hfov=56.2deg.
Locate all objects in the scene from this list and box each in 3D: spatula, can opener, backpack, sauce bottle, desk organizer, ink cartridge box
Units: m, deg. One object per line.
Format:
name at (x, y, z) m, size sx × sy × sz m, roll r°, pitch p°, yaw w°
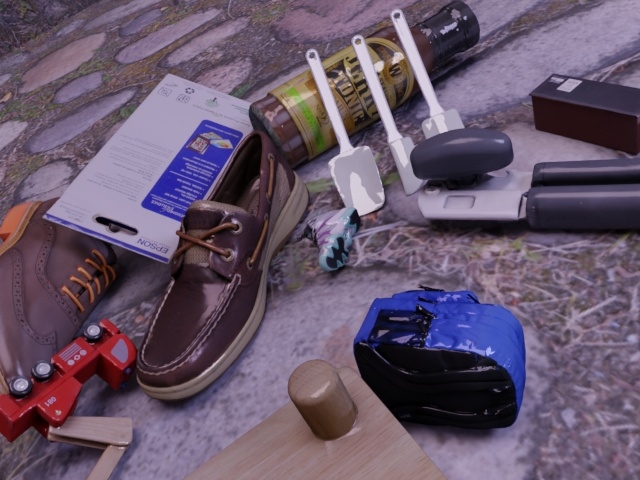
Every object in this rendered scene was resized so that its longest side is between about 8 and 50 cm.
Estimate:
spatula at (0.073, -0.162, 0.738) m, size 0.168 × 0.019 × 0.242 m, roll -22°, pitch 74°, yaw 9°
can opener at (0.224, -0.062, 0.580) m, size 0.283 × 0.095 × 0.076 m, roll 1°, pitch 46°, yaw 29°
backpack at (0.101, 0.087, 0.473) m, size 0.120 × 0.098 × 0.101 m, roll 1°, pitch 41°, yaw 30°
sauce bottle at (0.067, -0.227, 0.840) m, size 0.344 × 0.111 × 0.111 m, roll -34°, pitch 39°, yaw -9°
desk organizer at (0.303, -0.142, 0.666) m, size 0.047 × 0.050 × 0.130 m, roll -40°, pitch 41°, yaw -18°
ink cartridge box at (-0.208, -0.096, 0.817) m, size 0.165 × 0.065 × 0.333 m, roll 21°, pitch 48°, yaw 2°

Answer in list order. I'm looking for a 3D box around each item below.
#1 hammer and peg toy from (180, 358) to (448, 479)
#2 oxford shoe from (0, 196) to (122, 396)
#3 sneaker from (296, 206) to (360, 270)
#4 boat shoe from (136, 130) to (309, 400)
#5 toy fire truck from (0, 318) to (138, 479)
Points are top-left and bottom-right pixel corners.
hammer and peg toy at (-0.067, 0.249, 0.350) m, size 0.361 × 0.127 × 0.266 m, roll -33°, pitch 39°, yaw -10°
oxford shoe at (-0.319, 0.048, 0.723) m, size 0.132 × 0.130 × 0.364 m, roll -17°, pitch 40°, yaw -3°
sneaker at (0.000, 0.000, 0.679) m, size 0.069 × 0.038 × 0.098 m, roll -2°, pitch 34°, yaw 28°
boat shoe at (-0.115, 0.006, 0.659) m, size 0.123 × 0.123 × 0.342 m, roll 1°, pitch 45°, yaw 29°
toy fire truck at (-0.226, 0.172, 0.562) m, size 0.135 × 0.047 × 0.192 m, roll 38°, pitch 41°, yaw 8°
